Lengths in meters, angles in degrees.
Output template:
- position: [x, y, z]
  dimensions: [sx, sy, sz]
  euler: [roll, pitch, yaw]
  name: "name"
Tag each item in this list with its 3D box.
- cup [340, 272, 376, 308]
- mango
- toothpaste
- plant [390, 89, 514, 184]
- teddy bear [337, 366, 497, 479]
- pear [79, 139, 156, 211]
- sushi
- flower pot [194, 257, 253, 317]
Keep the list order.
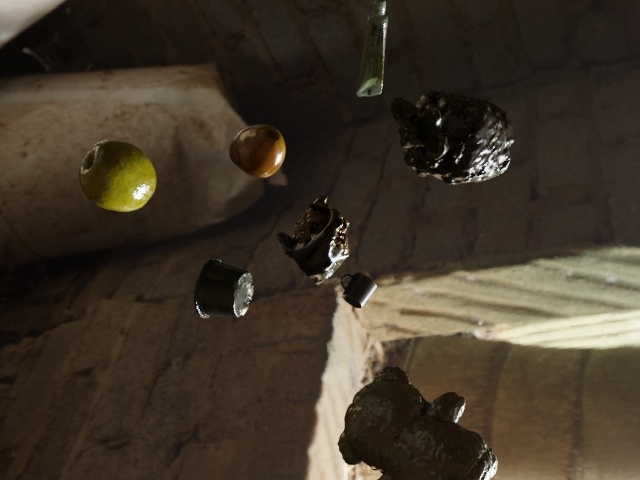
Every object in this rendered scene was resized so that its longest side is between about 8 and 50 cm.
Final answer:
- position: [0.100, 0.139, 2.063]
  dimensions: [0.077, 0.100, 0.078]
  euler: [-55, 168, -22]
  name: "cup"
- position: [-0.174, -0.233, 1.908]
  dimensions: [0.113, 0.253, 0.138]
  euler: [-23, 101, -28]
  name: "mango"
- position: [0.123, -0.438, 1.658]
  dimensions: [0.255, 0.067, 0.037]
  euler: [94, -16, -48]
  name: "toothpaste"
- position: [0.296, -0.243, 1.707]
  dimensions: [0.312, 0.215, 0.213]
  euler: [-8, 115, -43]
  name: "plant"
- position: [0.160, 0.353, 1.218]
  dimensions: [0.236, 0.267, 0.151]
  euler: [-57, 141, -6]
  name: "teddy bear"
- position: [-0.429, -0.135, 1.522]
  dimensions: [0.162, 0.149, 0.148]
  euler: [33, 50, -49]
  name: "pear"
- position: [-0.005, -0.005, 2.112]
  dimensions: [0.200, 0.204, 0.213]
  euler: [50, 4, 17]
  name: "sushi"
- position: [-0.238, 0.129, 1.821]
  dimensions: [0.157, 0.107, 0.157]
  euler: [11, 90, -71]
  name: "flower pot"
